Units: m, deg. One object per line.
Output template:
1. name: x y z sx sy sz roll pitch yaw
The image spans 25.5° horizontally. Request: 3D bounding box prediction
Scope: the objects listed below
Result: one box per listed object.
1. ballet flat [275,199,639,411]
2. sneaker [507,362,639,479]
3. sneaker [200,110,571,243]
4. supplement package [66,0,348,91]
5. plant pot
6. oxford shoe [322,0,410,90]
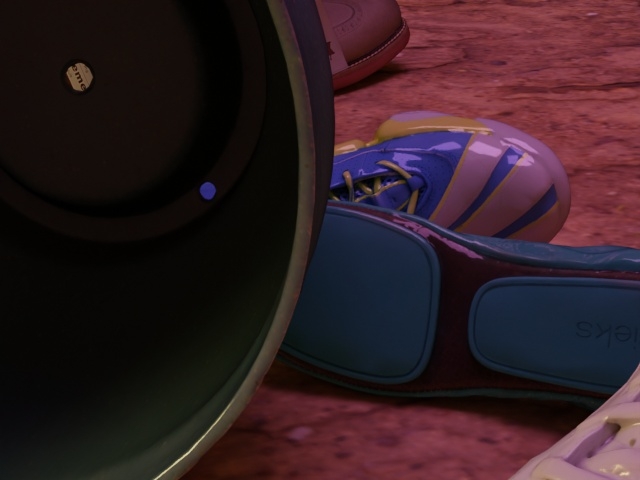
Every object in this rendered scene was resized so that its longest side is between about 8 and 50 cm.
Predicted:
1. ballet flat: 0.068 0.034 0.636 0.247 0.083 0.087 9 -3 25
2. sneaker: 0.112 0.060 0.424 0.305 0.152 0.114 -20 29 -41
3. sneaker: 0.000 0.000 0.712 0.240 0.091 0.126 -3 27 28
4. supplement package: -0.136 -0.115 0.826 0.203 0.149 0.194 -20 5 37
5. plant pot: -0.123 -0.055 0.561 0.293 0.293 0.196 4 16 12
6. oxford shoe: -0.061 -0.185 1.153 0.348 0.130 0.123 -17 25 -39
